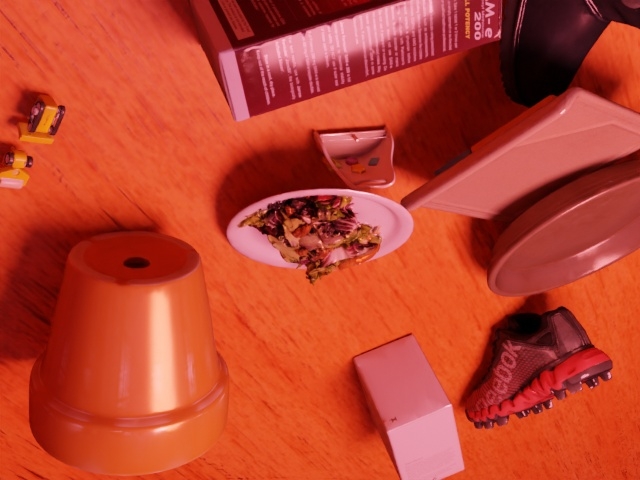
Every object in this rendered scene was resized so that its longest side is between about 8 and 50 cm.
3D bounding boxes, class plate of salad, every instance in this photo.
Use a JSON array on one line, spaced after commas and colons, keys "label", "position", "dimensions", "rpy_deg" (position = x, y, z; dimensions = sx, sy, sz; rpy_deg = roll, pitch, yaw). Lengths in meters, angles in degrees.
[{"label": "plate of salad", "position": [0.000, 0.000, 0.938], "dimensions": [0.200, 0.048, 0.200], "rpy_deg": [-2, 156, -1]}]

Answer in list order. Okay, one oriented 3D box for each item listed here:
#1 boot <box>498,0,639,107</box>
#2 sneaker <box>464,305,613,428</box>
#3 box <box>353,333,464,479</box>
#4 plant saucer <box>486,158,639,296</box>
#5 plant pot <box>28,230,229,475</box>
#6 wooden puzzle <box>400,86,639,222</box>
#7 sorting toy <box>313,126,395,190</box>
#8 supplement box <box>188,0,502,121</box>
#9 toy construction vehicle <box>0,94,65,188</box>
[{"label": "boot", "position": [0.276, -0.199, 0.806], "dimensions": [0.094, 0.207, 0.246], "rpy_deg": [-37, 141, -30]}, {"label": "sneaker", "position": [0.287, 0.179, 1.250], "dimensions": [0.098, 0.135, 0.276], "rpy_deg": [-11, 159, -32]}, {"label": "box", "position": [0.122, 0.237, 1.199], "dimensions": [0.091, 0.130, 0.170], "rpy_deg": [-22, 136, -4]}, {"label": "plant saucer", "position": [0.324, -0.016, 1.070], "dimensions": [0.278, 0.041, 0.278], "rpy_deg": [-19, 156, -9]}, {"label": "plant pot", "position": [-0.190, 0.099, 0.896], "dimensions": [0.205, 0.205, 0.187], "rpy_deg": [-3, 116, -23]}, {"label": "wooden puzzle", "position": [0.229, -0.088, 0.942], "dimensions": [0.239, 0.044, 0.221], "rpy_deg": [1, 153, -47]}, {"label": "sorting toy", "position": [0.040, -0.078, 0.909], "dimensions": [0.083, 0.075, 0.044], "rpy_deg": [-6, 132, -19]}, {"label": "supplement box", "position": [0.018, -0.196, 0.751], "dimensions": [0.240, 0.130, 0.073], "rpy_deg": [-19, 136, -7]}, {"label": "toy construction vehicle", "position": [-0.284, -0.093, 0.781], "dimensions": [0.086, 0.035, 0.098], "rpy_deg": [2, 133, -40]}]
